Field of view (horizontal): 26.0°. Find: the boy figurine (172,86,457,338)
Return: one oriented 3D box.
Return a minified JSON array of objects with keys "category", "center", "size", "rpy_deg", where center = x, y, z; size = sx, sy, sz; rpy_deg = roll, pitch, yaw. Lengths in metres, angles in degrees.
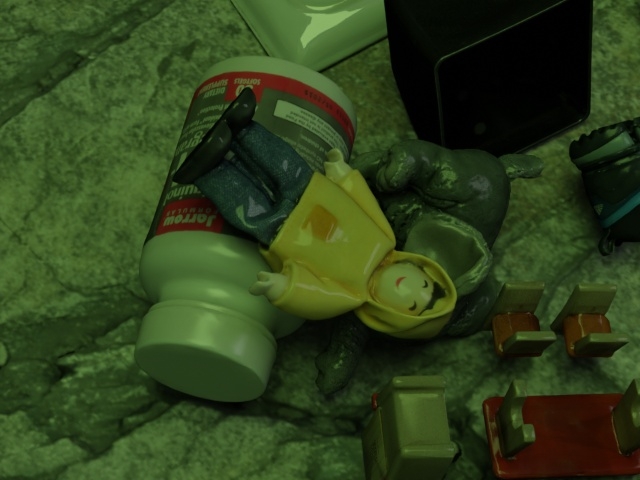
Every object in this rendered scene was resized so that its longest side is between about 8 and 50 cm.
[{"category":"boy figurine","center":[0.000,0.000,1.256],"size":[0.285,0.092,0.177],"rpy_deg":[42,53,-7]}]

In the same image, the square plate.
[{"category":"square plate","center":[0.025,-0.390,1.658],"size":[0.347,0.049,0.344],"rpy_deg":[-28,65,-14]}]

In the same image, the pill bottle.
[{"category":"pill bottle","center":[-0.078,-0.010,1.376],"size":[0.176,0.176,0.319],"rpy_deg":[10,62,7]}]

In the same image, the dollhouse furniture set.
[{"category":"dollhouse furniture set","center":[0.179,0.185,1.313],"size":[0.259,0.135,0.262],"rpy_deg":[1,61,-11]}]

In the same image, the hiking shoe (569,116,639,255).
[{"category":"hiking shoe","center":[0.407,-0.080,1.463],"size":[0.304,0.113,0.132],"rpy_deg":[-14,92,-13]}]

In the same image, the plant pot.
[{"category":"plant pot","center":[0.165,-0.204,1.486],"size":[0.188,0.187,0.167],"rpy_deg":[-27,51,-13]}]

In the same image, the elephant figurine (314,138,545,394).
[{"category":"elephant figurine","center":[0.108,0.032,1.382],"size":[0.169,0.186,0.240],"rpy_deg":[15,65,-40]}]
